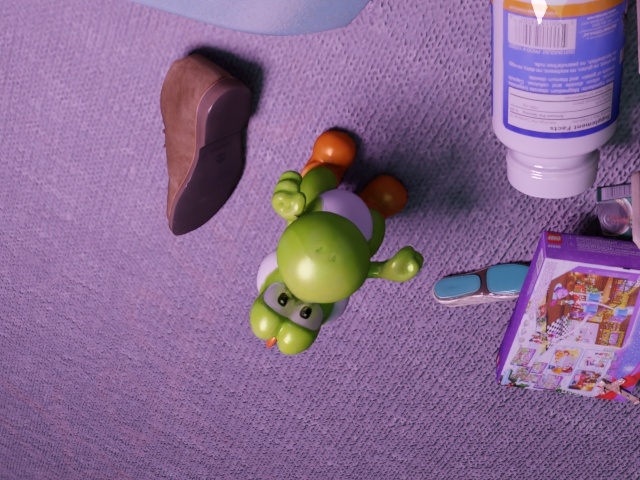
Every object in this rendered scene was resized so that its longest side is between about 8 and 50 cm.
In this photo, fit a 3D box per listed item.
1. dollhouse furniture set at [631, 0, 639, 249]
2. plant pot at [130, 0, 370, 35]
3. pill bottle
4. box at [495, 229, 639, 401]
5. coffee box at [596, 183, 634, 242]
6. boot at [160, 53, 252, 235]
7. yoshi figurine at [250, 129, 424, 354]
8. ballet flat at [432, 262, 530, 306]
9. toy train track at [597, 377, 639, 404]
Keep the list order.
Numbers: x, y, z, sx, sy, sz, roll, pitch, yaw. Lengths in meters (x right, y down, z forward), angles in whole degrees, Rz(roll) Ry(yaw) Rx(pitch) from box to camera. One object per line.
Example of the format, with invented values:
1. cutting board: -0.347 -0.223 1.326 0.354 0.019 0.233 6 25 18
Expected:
1. dollhouse furniture set: 0.512 -0.139 0.971 0.362 0.256 0.394 -26 121 36
2. plant pot: -0.035 -0.367 0.956 0.252 0.247 0.248 20 148 -23
3. pill bottle: 0.280 -0.193 1.058 0.152 0.152 0.272 3 126 16
4. box: 0.380 0.116 1.268 0.201 0.057 0.293 8 136 1
5. coffee box: 0.470 -0.029 1.188 0.184 0.040 0.113 -7 122 21
6. boot: -0.184 -0.136 1.302 0.115 0.112 0.305 44 137 23
7. yoshi figurine: 0.022 -0.010 1.139 0.204 0.362 0.203 1 124 18
8. ballet flat: 0.251 0.069 1.332 0.168 0.057 0.052 -7 152 26
9. toy train track: 0.446 0.228 1.323 0.083 0.014 0.048 27 133 -20
